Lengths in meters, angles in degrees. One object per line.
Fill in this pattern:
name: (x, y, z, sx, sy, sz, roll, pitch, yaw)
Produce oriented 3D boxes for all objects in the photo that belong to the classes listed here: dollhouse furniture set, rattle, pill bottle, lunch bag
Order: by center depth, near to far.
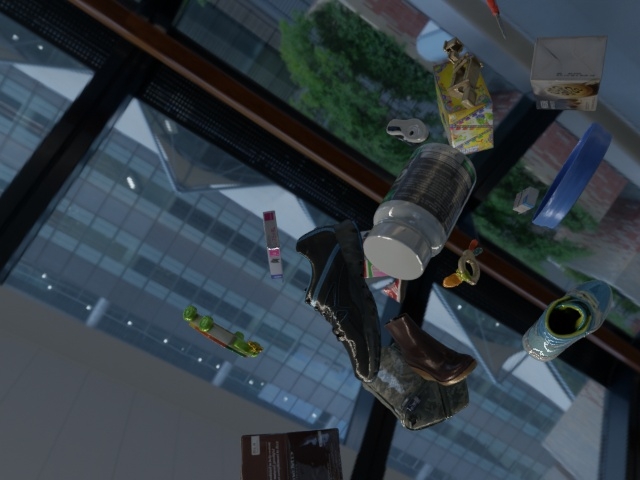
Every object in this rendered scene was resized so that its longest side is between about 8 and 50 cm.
pill bottle: (0.272, -0.081, 1.431, 0.204, 0.361, 0.204, 24, 148, 16)
lunch bag: (0.305, 0.478, 1.742, 0.305, 0.256, 0.212, 28, 139, 61)
dollhouse furniture set: (0.442, -0.546, 1.746, 0.161, 0.182, 0.101, 31, 155, -29)
rattle: (0.625, 0.105, 2.291, 0.130, 0.200, 0.143, 19, 148, -15)

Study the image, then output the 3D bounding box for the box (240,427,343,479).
box: (-0.065, 0.616, 1.422, 0.381, 0.143, 0.191, 34, -133, -61)

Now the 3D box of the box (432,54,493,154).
box: (0.601, -0.562, 2.205, 0.279, 0.177, 0.290, 60, -161, -56)

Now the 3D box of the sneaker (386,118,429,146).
sneaker: (0.342, -0.376, 1.853, 0.121, 0.079, 0.217, 21, -171, -33)

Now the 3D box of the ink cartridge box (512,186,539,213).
ink cartridge box: (0.533, -0.103, 1.369, 0.028, 0.048, 0.083, 22, 165, -3)

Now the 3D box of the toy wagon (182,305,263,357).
toy wagon: (-0.333, 0.343, 1.863, 0.344, 0.068, 0.267, 17, 163, 48)

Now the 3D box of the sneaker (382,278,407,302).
sneaker: (0.226, 0.135, 1.596, 0.067, 0.042, 0.118, 28, 139, 29)

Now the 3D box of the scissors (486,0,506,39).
scissors: (0.399, -0.524, 1.197, 0.297, 0.021, 0.109, 37, -137, -53)

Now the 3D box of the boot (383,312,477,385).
boot: (0.290, 0.290, 1.427, 0.207, 0.090, 0.248, 53, 151, -1)

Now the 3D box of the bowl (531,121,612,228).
bowl: (0.868, -0.215, 1.804, 0.077, 0.391, 0.391, 30, -176, 15)

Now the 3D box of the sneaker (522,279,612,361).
sneaker: (0.693, 0.185, 1.386, 0.127, 0.319, 0.208, 45, 161, 24)

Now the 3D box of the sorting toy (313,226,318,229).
sorting toy: (0.000, 0.000, 1.498, 0.061, 0.042, 0.102, 76, -167, -48)

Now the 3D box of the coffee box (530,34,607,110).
coffee box: (0.683, -0.453, 1.443, 0.168, 0.119, 0.297, 8, -178, 25)

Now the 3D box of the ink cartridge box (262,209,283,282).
ink cartridge box: (-0.201, 0.036, 2.249, 0.311, 0.065, 0.186, 86, 175, -58)

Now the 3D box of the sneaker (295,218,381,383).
sneaker: (0.044, 0.133, 1.091, 0.125, 0.139, 0.341, -21, -81, -83)

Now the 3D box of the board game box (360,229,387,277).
board game box: (0.169, 0.039, 1.738, 0.242, 0.316, 0.064, -48, -57, -52)
